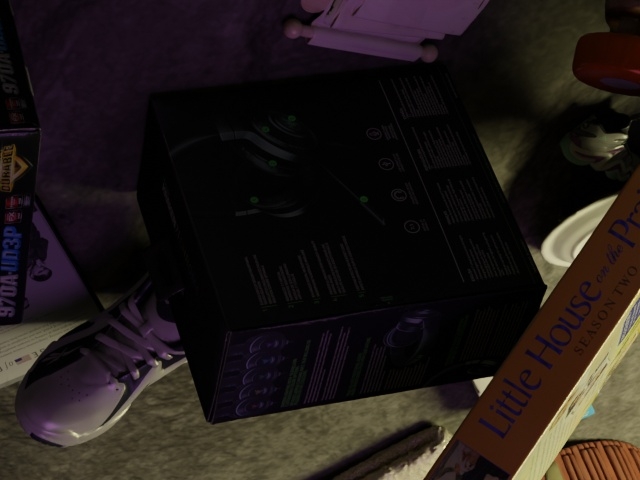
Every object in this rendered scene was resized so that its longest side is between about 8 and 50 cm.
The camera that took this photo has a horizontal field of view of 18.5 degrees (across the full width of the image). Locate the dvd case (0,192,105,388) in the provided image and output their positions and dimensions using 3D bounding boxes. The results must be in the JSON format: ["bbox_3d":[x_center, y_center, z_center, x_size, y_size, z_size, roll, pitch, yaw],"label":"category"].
[{"bbox_3d":[-0.295,0.052,1.700,0.179,0.029,0.239,-21,145,0],"label":"dvd case"}]

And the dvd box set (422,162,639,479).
[{"bbox_3d":[0.200,0.103,1.614,0.420,0.062,0.307,-55,167,-10],"label":"dvd box set"}]

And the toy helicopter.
[{"bbox_3d":[0.360,-0.158,1.631,0.235,0.140,0.355,8,172,21],"label":"toy helicopter"}]

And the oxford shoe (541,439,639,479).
[{"bbox_3d":[0.371,0.337,2.322,0.397,0.140,0.146,16,138,-38],"label":"oxford shoe"}]

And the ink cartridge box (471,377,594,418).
[{"bbox_3d":[0.212,0.138,2.040,0.104,0.061,0.181,-24,145,4],"label":"ink cartridge box"}]

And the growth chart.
[{"bbox_3d":[0.090,-0.224,1.540,0.172,0.021,0.237,14,132,-39],"label":"growth chart"}]

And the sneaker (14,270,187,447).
[{"bbox_3d":[-0.152,0.077,1.677,0.235,0.094,0.153,-25,163,-36],"label":"sneaker"}]

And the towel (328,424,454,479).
[{"bbox_3d":[0.053,0.310,2.197,0.282,0.049,0.187,-29,144,10],"label":"towel"}]

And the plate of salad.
[{"bbox_3d":[0.303,-0.027,1.877,0.200,0.048,0.200,-14,159,-5],"label":"plate of salad"}]

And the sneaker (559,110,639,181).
[{"bbox_3d":[0.274,-0.092,1.791,0.098,0.038,0.069,12,134,-38],"label":"sneaker"}]

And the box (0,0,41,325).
[{"bbox_3d":[-0.249,-0.069,1.439,0.051,0.175,0.220,-6,142,-17],"label":"box"}]

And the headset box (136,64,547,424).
[{"bbox_3d":[0.000,0.000,1.593,0.283,0.246,0.131,-9,144,-19],"label":"headset box"}]
